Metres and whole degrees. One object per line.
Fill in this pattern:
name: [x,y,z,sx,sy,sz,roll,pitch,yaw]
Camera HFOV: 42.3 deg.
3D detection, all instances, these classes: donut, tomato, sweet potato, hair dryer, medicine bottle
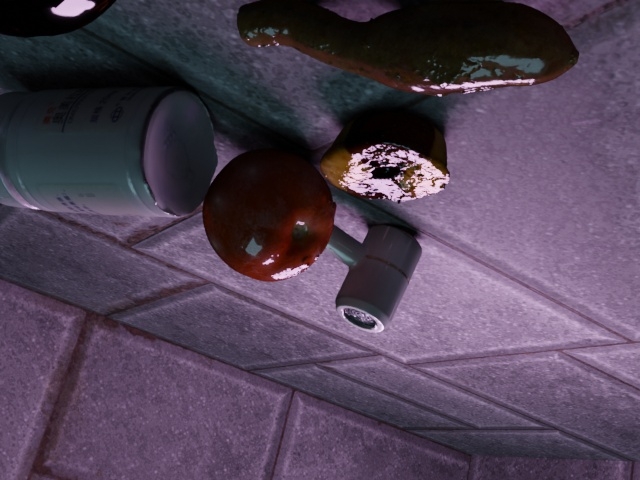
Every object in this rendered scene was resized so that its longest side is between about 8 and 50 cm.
donut: [0.095,-0.118,1.165,0.166,0.073,0.184,27,155,-28]
tomato: [-0.084,-0.043,1.295,0.184,0.208,0.208,28,173,44]
sweet potato: [0.089,-0.214,0.902,0.385,0.109,0.109,11,159,27]
hair dryer: [0.000,0.000,1.442,0.357,0.173,0.107,34,153,-12]
medicine bottle: [-0.343,-0.134,1.247,0.332,0.190,0.190,4,156,25]

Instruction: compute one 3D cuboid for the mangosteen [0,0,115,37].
mangosteen: [-0.292,-0.301,0.772,0.228,0.228,0.265,32,167,-38]
